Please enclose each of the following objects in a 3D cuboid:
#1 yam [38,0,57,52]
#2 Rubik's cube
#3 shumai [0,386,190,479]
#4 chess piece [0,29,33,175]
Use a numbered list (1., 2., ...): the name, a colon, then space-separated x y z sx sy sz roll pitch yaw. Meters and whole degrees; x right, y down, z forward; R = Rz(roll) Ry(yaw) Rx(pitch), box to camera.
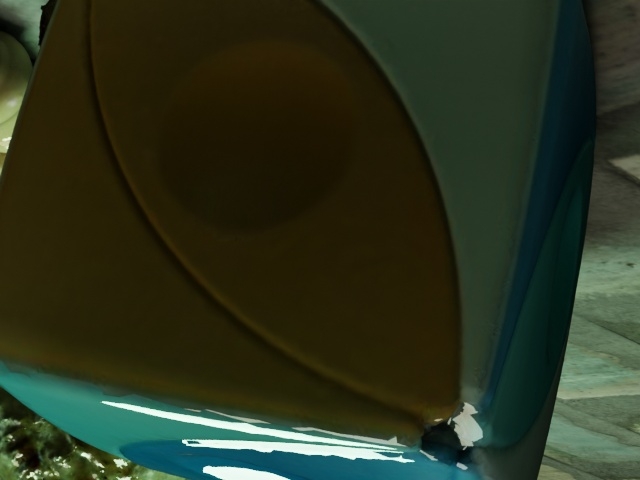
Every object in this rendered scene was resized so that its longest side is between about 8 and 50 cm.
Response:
1. yam: -0.187 -0.146 1.076 0.079 0.079 0.141 15 164 -2
2. Rubik's cube: 0.000 0.000 0.932 0.352 0.347 0.351 7 161 19
3. shumai: -0.186 0.126 1.558 0.348 0.395 0.395 -31 137 33
4. chess piece: -0.278 -0.101 1.233 0.117 0.117 0.397 9 160 14
